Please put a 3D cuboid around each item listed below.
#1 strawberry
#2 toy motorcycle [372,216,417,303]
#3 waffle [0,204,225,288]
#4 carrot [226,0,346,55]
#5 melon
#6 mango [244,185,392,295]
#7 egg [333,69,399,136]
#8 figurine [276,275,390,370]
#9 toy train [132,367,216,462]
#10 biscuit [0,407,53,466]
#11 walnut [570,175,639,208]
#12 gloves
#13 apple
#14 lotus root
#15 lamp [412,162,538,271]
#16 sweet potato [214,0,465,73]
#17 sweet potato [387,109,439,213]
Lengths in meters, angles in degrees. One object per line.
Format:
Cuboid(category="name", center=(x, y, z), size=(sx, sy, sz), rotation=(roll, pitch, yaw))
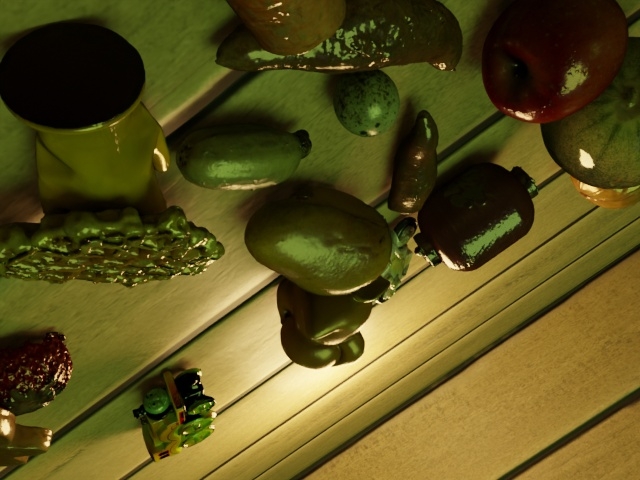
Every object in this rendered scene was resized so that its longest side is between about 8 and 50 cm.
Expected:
Cuboid(category="strawberry", center=(-0.434, 0.202, 0.864), size=(0.145, 0.086, 0.145), rotation=(-23, 150, -14))
Cuboid(category="toy motorcycle", center=(0.125, 0.055, 1.202), size=(0.151, 0.074, 0.229), rotation=(-20, 140, -37))
Cuboid(category="waffle", center=(-0.251, 0.016, 0.702), size=(0.291, 0.051, 0.291), rotation=(-6, 168, -1))
Cuboid(category="carrot", center=(-0.059, -0.267, 0.442), size=(0.138, 0.139, 0.302), rotation=(-31, 152, -3))
Cuboid(category="melon", center=(0.491, -0.206, 0.966), size=(0.248, 0.249, 0.329), rotation=(-41, 169, 15))
Cuboid(category="mango", center=(0.000, 0.000, 0.923), size=(0.261, 0.130, 0.167), rotation=(21, 100, -39))
Cuboid(category="egg", center=(0.061, -0.177, 0.762), size=(0.085, 0.085, 0.110), rotation=(-40, 159, 14))
Cuboid(category="figurine", center=(0.008, 0.134, 1.100), size=(0.215, 0.215, 0.228), rotation=(-25, 163, -14))
Cuboid(category="toy train", center=(-0.308, 0.370, 1.249), size=(0.160, 0.101, 0.296), rotation=(-18, 149, -23))
Cuboid(category="biscuit", center=(-0.530, 0.271, 0.825), size=(0.275, 0.052, 0.355), rotation=(1, 151, -12))
Cuboid(category="walnut", center=(0.659, -0.175, 1.283), size=(0.225, 0.193, 0.193), rotation=(-36, 152, 7))
Cuboid(category="gloves", center=(-0.235, -0.077, 0.629), size=(0.133, 0.116, 0.294), rotation=(4, 153, -8))
Cuboid(category="apple", center=(0.316, -0.253, 0.806), size=(0.168, 0.181, 0.181), rotation=(-22, 151, -32))
Cuboid(category="lotus root", center=(-0.086, -0.102, 0.726), size=(0.183, 0.090, 0.077), rotation=(-13, 119, -37))
Cuboid(category="lamp", center=(0.291, -0.045, 1.136), size=(0.258, 0.180, 0.180), rotation=(-34, 153, 7))
Cuboid(category="sweet potato", center=(0.052, -0.231, 0.657), size=(0.341, 0.092, 0.114), rotation=(-13, 163, -32))
Cuboid(category="sweet potato", center=(0.158, -0.124, 0.953), size=(0.077, 0.077, 0.244), rotation=(-22, 151, -19))
